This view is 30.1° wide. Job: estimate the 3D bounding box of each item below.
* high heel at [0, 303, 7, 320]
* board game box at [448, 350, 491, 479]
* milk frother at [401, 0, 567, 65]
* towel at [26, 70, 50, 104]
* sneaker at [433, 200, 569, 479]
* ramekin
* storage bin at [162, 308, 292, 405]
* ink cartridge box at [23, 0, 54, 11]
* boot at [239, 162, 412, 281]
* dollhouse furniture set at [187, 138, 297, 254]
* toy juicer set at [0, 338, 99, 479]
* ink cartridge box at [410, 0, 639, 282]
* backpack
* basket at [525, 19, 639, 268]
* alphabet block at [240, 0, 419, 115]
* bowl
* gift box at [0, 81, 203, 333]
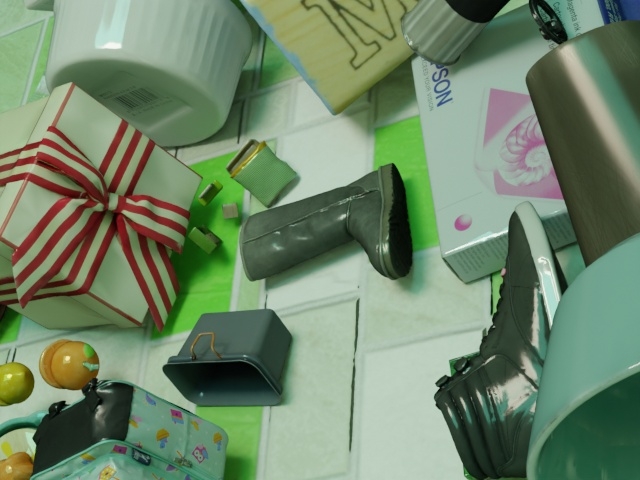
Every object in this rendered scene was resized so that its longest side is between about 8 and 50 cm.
[{"bbox_3d":[-0.398,-0.028,1.710,0.377,0.127,0.181,-43,73,-6],"label":"high heel"},{"bbox_3d":[0.254,0.140,1.155,0.260,0.030,0.136,-20,51,21],"label":"board game box"},{"bbox_3d":[0.191,-0.249,1.357,0.135,0.129,0.143,-47,61,48],"label":"milk frother"},{"bbox_3d":[-0.440,-0.206,1.900,0.113,0.023,0.152,10,64,40],"label":"towel"},{"bbox_3d":[0.173,0.097,1.146,0.147,0.104,0.295,-16,54,18],"label":"sneaker"},{"bbox_3d":[-0.239,-0.241,1.617,0.277,0.277,0.135,-6,63,31],"label":"ramekin"},{"bbox_3d":[-0.104,0.127,1.373,0.135,0.098,0.091,-7,44,31],"label":"storage bin"},{"bbox_3d":[-0.318,-0.483,1.870,0.306,0.226,0.131,-27,90,16],"label":"ink cartridge box"},{"bbox_3d":[0.001,0.002,1.401,0.208,0.076,0.189,-17,35,15],"label":"boot"},{"bbox_3d":[-0.106,-0.055,1.508,0.151,0.076,0.058,-48,1,5],"label":"dollhouse furniture set"},{"bbox_3d":[-0.372,0.251,1.419,0.329,0.089,0.209,-41,68,4],"label":"toy juicer set"},{"bbox_3d":[0.272,-0.147,1.331,0.330,0.071,0.324,-23,47,21],"label":"ink cartridge box"},{"bbox_3d":[-0.195,0.246,1.275,0.166,0.188,0.144,-33,48,35],"label":"backpack"},{"bbox_3d":[0.292,-0.076,1.116,0.154,0.204,0.227,-16,74,-13],"label":"basket"},{"bbox_3d":[0.022,-0.306,1.498,0.197,0.193,0.192,-39,23,5],"label":"alphabet block"},{"bbox_3d":[0.308,0.097,0.949,0.312,0.311,0.163,-21,47,21],"label":"bowl"},{"bbox_3d":[-0.320,-0.012,1.511,0.258,0.255,0.276,-10,58,46],"label":"gift box"}]
